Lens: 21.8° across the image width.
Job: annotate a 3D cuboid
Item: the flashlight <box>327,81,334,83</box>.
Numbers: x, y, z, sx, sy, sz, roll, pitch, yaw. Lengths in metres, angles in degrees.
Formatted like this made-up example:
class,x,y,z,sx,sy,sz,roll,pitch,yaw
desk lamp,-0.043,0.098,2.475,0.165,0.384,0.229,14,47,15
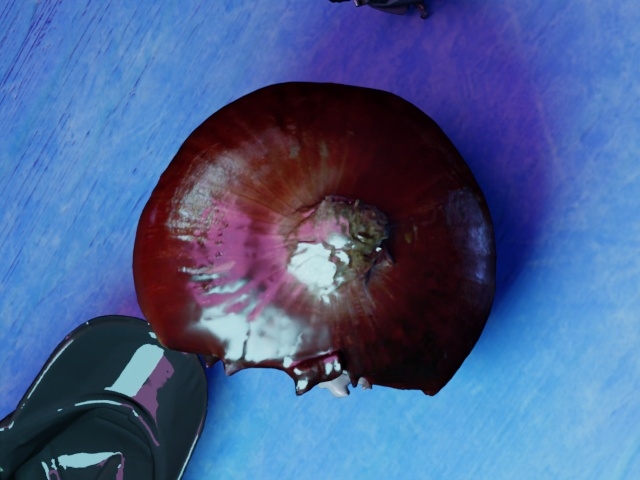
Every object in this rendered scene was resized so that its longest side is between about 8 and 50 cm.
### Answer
class,x,y,z,sx,sy,sz,roll,pitch,yaw
flashlight,0.040,-0.134,1.734,0.110,0.031,0.052,15,92,34

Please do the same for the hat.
class,x,y,z,sx,sy,sz,roll,pitch,yaw
hat,-0.243,0.248,1.828,0.238,0.209,0.336,35,86,11

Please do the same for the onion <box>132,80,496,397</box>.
class,x,y,z,sx,sy,sz,roll,pitch,yaw
onion,0.004,0.002,1.582,0.341,0.341,0.341,-4,82,33

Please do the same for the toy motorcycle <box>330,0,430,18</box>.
class,x,y,z,sx,sy,sz,roll,pitch,yaw
toy motorcycle,0.113,-0.278,1.666,0.215,0.122,0.080,-21,84,16
